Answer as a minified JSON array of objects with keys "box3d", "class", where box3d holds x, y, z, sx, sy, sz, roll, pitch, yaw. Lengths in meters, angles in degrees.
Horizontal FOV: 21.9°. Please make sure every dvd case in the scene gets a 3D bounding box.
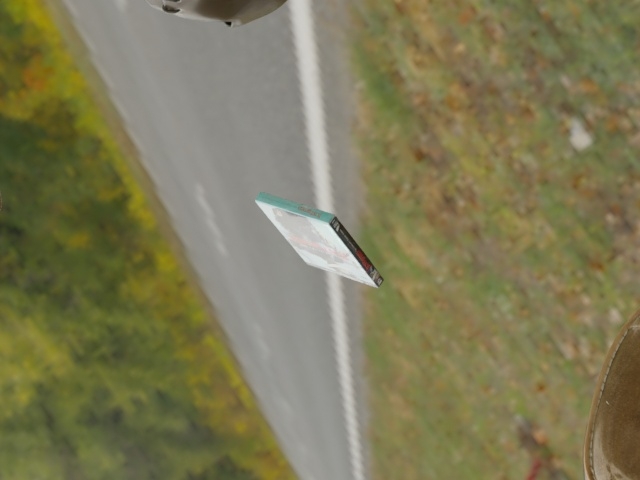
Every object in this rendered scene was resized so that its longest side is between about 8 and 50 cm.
[{"box3d":[0.000,0.000,1.509,0.087,0.013,0.119,18,161,34],"class":"dvd case"}]

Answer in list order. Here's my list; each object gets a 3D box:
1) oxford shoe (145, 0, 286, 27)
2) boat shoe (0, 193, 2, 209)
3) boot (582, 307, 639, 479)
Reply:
[{"box3d":[-0.080,-0.181,1.041,0.082,0.096,0.227,56,-169,23],"class":"oxford shoe"},{"box3d":[-0.274,-0.021,0.588,0.342,0.123,0.123,3,-134,-53],"class":"boat shoe"},{"box3d":[0.275,0.054,1.131,0.112,0.305,0.115,31,165,12],"class":"boot"}]
